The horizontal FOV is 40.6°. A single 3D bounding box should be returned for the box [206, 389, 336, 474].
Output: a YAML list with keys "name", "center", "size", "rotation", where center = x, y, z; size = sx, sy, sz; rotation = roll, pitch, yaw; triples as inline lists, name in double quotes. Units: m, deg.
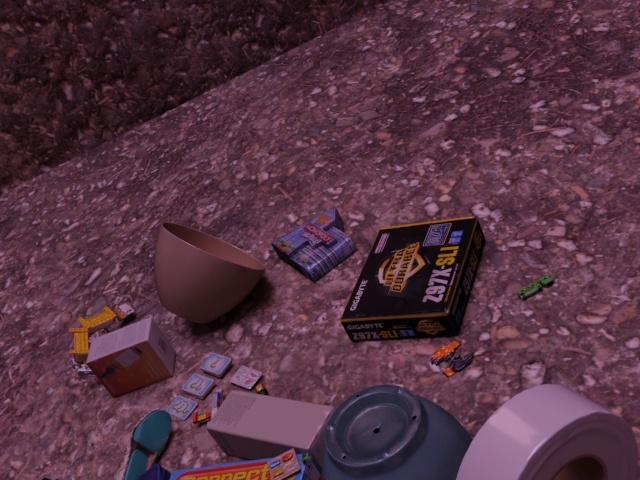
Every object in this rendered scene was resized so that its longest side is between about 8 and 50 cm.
- name: "box"
  center: [-0.086, 0.381, 1.729]
  size: [0.275, 0.094, 0.113]
  rotation: [3, 43, 39]

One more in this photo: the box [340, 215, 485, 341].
- name: "box"
  center: [0.214, 0.084, 1.951]
  size: [0.257, 0.079, 0.322]
  rotation: [-5, 38, 29]

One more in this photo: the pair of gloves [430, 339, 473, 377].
- name: "pair of gloves"
  center: [0.265, 0.237, 1.751]
  size: [0.074, 0.010, 0.083]
  rotation: [-34, 33, -11]

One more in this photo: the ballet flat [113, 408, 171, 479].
- name: "ballet flat"
  center: [-0.394, 0.464, 1.861]
  size: [0.077, 0.091, 0.241]
  rotation: [-38, 18, 33]

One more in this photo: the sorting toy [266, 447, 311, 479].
- name: "sorting toy"
  center: [-0.057, 0.404, 1.584]
  size: [0.083, 0.012, 0.062]
  rotation: [-28, 31, 0]

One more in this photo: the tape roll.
- name: "tape roll"
  center: [0.332, 0.360, 1.266]
  size: [0.286, 0.286, 0.100]
  rotation: [-39, 34, -18]

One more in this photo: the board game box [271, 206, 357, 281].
- name: "board game box"
  center: [0.000, 0.000, 2.250]
  size: [0.194, 0.060, 0.194]
  rotation: [-38, 33, -15]

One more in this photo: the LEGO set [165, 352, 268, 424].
- name: "LEGO set"
  center: [-0.232, 0.337, 1.943]
  size: [0.244, 0.060, 0.182]
  rotation: [10, 51, 45]

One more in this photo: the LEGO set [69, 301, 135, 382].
- name: "LEGO set"
  center: [-0.598, 0.275, 2.302]
  size: [0.132, 0.107, 0.287]
  rotation: [14, 34, 0]

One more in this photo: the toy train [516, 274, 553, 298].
- name: "toy train"
  center: [0.449, 0.099, 1.809]
  size: [0.083, 0.017, 0.024]
  rotation: [-29, 42, -2]

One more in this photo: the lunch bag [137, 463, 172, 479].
- name: "lunch bag"
  center: [-0.329, 0.508, 1.758]
  size: [0.067, 0.065, 0.098]
  rotation: [-36, 30, 15]

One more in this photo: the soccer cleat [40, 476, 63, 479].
- name: "soccer cleat"
  center: [-0.538, 0.547, 1.849]
  size: [0.178, 0.072, 0.060]
  rotation: [0, 41, 37]

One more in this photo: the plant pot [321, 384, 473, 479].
- name: "plant pot"
  center: [0.121, 0.374, 1.485]
  size: [0.293, 0.196, 0.293]
  rotation: [-20, 32, 13]

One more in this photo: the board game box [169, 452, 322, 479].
- name: "board game box"
  center: [-0.168, 0.546, 1.558]
  size: [0.308, 0.086, 0.302]
  rotation: [-14, 34, 22]

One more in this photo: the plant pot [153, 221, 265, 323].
- name: "plant pot"
  center: [-0.306, 0.097, 2.185]
  size: [0.284, 0.284, 0.191]
  rotation: [32, 99, 55]

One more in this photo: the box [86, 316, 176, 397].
- name: "box"
  center: [-0.461, 0.286, 2.116]
  size: [0.170, 0.130, 0.091]
  rotation: [-22, 33, 11]
